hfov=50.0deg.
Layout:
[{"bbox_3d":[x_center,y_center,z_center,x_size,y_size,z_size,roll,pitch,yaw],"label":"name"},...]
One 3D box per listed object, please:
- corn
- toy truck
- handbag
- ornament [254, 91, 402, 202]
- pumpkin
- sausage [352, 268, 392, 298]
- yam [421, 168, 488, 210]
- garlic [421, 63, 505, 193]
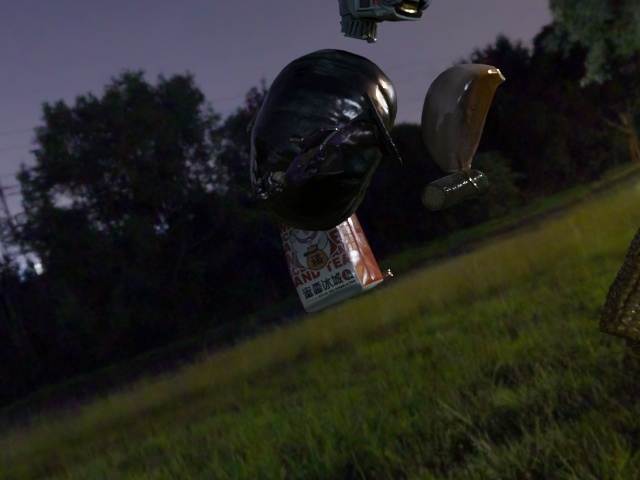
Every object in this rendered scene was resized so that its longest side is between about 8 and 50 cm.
[{"bbox_3d":[0.490,0.009,0.953,0.317,0.115,0.115,-61,5,-3],"label":"corn"},{"bbox_3d":[0.114,-0.574,1.393,0.185,0.338,0.133,4,12,38],"label":"toy truck"},{"bbox_3d":[0.000,0.000,1.577,0.171,0.298,0.151,-26,-5,25],"label":"handbag"},{"bbox_3d":[-0.002,-0.117,0.918,0.203,0.081,0.088,-20,-24,14],"label":"ornament"},{"bbox_3d":[-0.011,-0.171,1.175,0.239,0.315,0.315,19,4,2],"label":"pumpkin"},{"bbox_3d":[0.119,0.104,1.649,0.116,0.026,0.026,-28,1,4],"label":"sausage"},{"bbox_3d":[0.299,-0.117,1.531,0.147,0.069,0.070,-24,3,-19],"label":"yam"},{"bbox_3d":[0.219,-0.176,1.062,0.129,0.198,0.090,4,4,-31],"label":"garlic"}]
